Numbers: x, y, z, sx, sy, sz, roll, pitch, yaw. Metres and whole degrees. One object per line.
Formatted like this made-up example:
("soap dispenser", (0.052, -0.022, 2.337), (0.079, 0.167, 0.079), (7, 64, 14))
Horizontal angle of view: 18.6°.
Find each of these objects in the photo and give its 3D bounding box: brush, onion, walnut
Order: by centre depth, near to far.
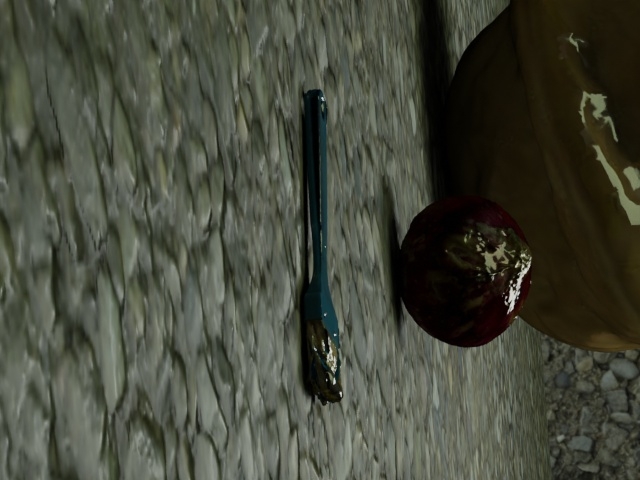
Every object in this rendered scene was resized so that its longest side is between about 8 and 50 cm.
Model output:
("brush", (0.000, 0.000, 0.975), (0.051, 0.014, 0.164), (66, 21, -69))
("onion", (0.097, 0.020, 1.356), (0.107, 0.097, 0.107), (-6, 99, -43))
("walnut", (0.293, -0.082, 1.781), (0.383, 0.383, 0.384), (-4, 90, -81))
